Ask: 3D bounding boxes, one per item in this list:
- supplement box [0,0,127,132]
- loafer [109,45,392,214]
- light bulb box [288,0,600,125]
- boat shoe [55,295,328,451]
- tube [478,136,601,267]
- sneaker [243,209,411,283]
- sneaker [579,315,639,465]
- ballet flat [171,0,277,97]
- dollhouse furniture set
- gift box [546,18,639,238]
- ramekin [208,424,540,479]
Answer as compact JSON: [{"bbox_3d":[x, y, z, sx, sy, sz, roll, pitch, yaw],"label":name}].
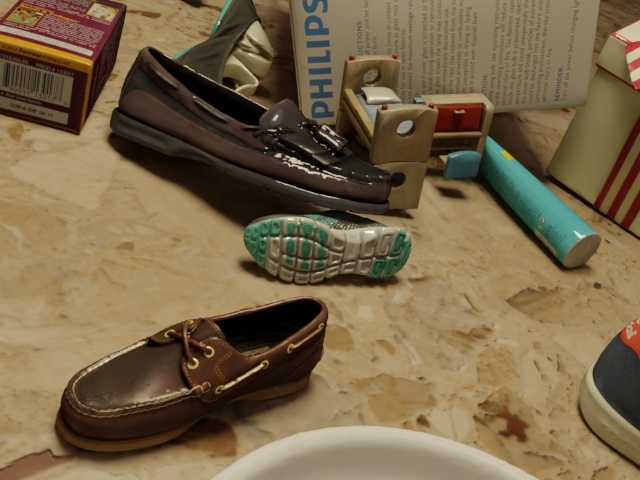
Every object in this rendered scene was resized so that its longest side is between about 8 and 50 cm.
[{"bbox_3d":[-0.282,-0.203,0.865,0.104,0.080,0.188,15,33,-10],"label":"supplement box"},{"bbox_3d":[-0.067,-0.110,0.795,0.303,0.095,0.109,19,14,13],"label":"loafer"},{"bbox_3d":[0.140,-0.336,1.079,0.361,0.225,0.358,-4,34,1],"label":"light bulb box"},{"bbox_3d":[-0.082,0.082,0.566,0.207,0.073,0.073,-14,47,-41],"label":"boat shoe"},{"bbox_3d":[0.248,-0.052,0.972,0.052,0.080,0.207,-25,51,-15],"label":"tube"},{"bbox_3d":[0.000,0.000,0.763,0.167,0.064,0.076,6,19,-28],"label":"sneaker"},{"bbox_3d":[0.395,0.169,0.643,0.350,0.148,0.131,29,33,12],"label":"sneaker"},{"bbox_3d":[-0.115,-0.215,0.985,0.096,0.095,0.280,30,42,-5],"label":"ballet flat"},{"bbox_3d":[0.124,-0.126,0.910,0.184,0.128,0.129,-5,39,-16],"label":"dollhouse furniture set"},{"bbox_3d":[0.474,-0.148,1.027,0.255,0.258,0.276,37,47,21],"label":"gift box"},{"bbox_3d":[0.038,0.231,0.355,0.277,0.135,0.277,16,32,-10],"label":"ramekin"}]
